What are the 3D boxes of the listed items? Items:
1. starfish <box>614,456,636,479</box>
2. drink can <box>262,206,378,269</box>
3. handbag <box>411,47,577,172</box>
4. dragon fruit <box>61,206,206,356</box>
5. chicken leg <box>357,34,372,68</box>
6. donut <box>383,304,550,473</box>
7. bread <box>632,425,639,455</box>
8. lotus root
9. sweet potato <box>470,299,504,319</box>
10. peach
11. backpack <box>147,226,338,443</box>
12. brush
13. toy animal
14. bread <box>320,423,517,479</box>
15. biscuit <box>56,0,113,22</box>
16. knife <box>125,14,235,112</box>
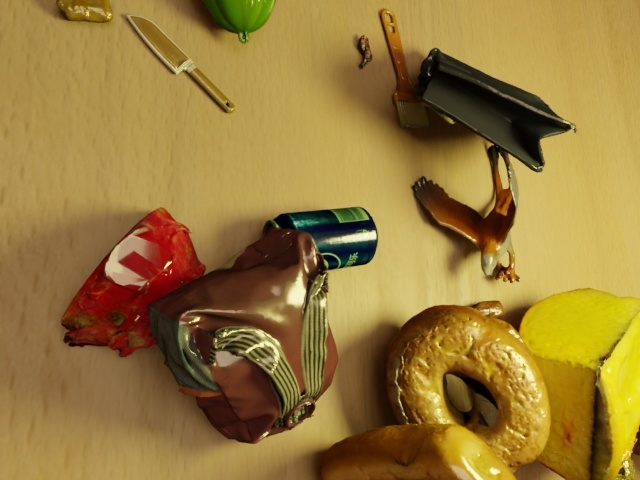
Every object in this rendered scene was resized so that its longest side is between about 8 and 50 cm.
[{"bbox_3d":[0.690,0.569,1.165,0.208,0.053,0.176,-34,113,-30],"label":"starfish"},{"bbox_3d":[0.000,0.000,0.950,0.205,0.118,0.118,-6,79,-26],"label":"drink can"},{"bbox_3d":[0.354,-0.297,1.111,0.329,0.122,0.303,27,27,-3],"label":"handbag"},{"bbox_3d":[-0.279,0.069,0.790,0.163,0.189,0.261,29,66,17],"label":"dragon fruit"},{"bbox_3d":[0.104,-0.432,1.170,0.036,0.021,0.083,4,79,-35],"label":"chicken leg"},{"bbox_3d":[0.264,0.281,0.936,0.317,0.150,0.299,27,94,8],"label":"donut"},{"bbox_3d":[0.801,0.410,1.165,0.110,0.234,0.184,-18,86,-32],"label":"bread"},{"bbox_3d":[-0.154,-0.468,0.984,0.186,0.186,0.186,7,74,-24],"label":"lotus root"},{"bbox_3d":[0.347,0.160,1.117,0.117,0.049,0.049,-8,80,-21],"label":"sweet potato"},{"bbox_3d":[0.532,0.302,1.063,0.380,0.242,0.306,-39,117,-38],"label":"peach"},{"bbox_3d":[-0.088,0.172,0.790,0.283,0.197,0.317,-32,120,-33],"label":"backpack"},{"bbox_3d":[0.190,-0.411,1.210,0.090,0.017,0.314,-7,79,-30],"label":"brush"},{"bbox_3d":[0.395,-0.056,1.180,0.284,0.225,0.302,-27,103,-49],"label":"toy animal"},{"bbox_3d":[0.186,0.429,0.813,0.148,0.337,0.328,-33,90,-47],"label":"bread"},{"bbox_3d":[-0.462,-0.463,0.891,0.174,0.039,0.183,-15,82,-30],"label":"biscuit"},{"bbox_3d":[-0.263,-0.334,0.964,0.256,0.022,0.046,44,66,-9],"label":"knife"}]
